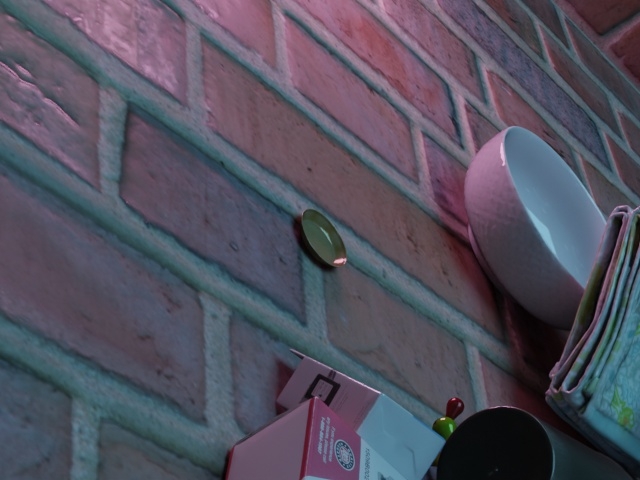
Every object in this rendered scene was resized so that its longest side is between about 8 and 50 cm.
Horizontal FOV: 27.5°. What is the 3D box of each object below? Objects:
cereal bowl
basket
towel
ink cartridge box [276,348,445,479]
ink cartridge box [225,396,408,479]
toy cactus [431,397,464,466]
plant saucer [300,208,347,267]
[{"bbox_3d":[0.332,0.000,2.025,0.339,0.141,0.339,40,30,-29],"label":"cereal bowl"},{"bbox_3d":[0.226,0.267,1.336,0.227,0.154,0.204,41,24,-45],"label":"basket"},{"bbox_3d":[0.475,0.159,1.919,0.374,0.090,0.320,40,69,-48],"label":"towel"},{"bbox_3d":[0.030,0.179,1.335,0.104,0.060,0.180,38,-11,-32],"label":"ink cartridge box"},{"bbox_3d":[0.039,0.313,1.189,0.283,0.117,0.207,44,28,-23],"label":"ink cartridge box"},{"bbox_3d":[0.186,0.304,1.505,0.219,0.112,0.180,55,45,-7],"label":"toy cactus"},{"bbox_3d":[0.000,0.000,1.601,0.083,0.015,0.083,39,31,-30],"label":"plant saucer"}]
